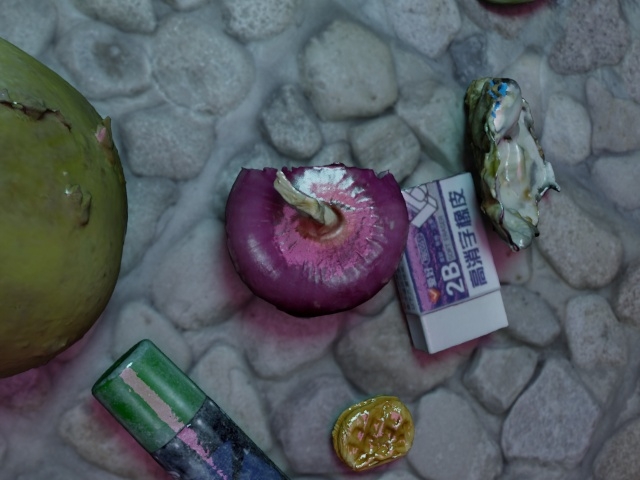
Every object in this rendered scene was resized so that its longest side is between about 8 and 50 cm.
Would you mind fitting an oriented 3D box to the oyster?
[{"bbox_3d":[0.235,-0.099,0.851,0.223,0.083,0.214,-40,111,-53],"label":"oyster"}]

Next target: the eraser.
[{"bbox_3d":[0.157,0.027,0.861,0.125,0.068,0.210,-16,93,-18],"label":"eraser"}]

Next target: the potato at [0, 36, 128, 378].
[{"bbox_3d":[-0.406,-0.037,0.596,0.442,0.319,0.385,11,85,-11],"label":"potato"}]

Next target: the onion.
[{"bbox_3d":[-0.004,-0.001,0.771,0.207,0.201,0.200,-7,91,-36],"label":"onion"}]

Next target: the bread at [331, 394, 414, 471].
[{"bbox_3d":[0.067,0.244,0.846,0.111,0.044,0.083,-16,89,-16],"label":"bread"}]

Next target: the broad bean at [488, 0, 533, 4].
[{"bbox_3d":[0.293,-0.413,0.904,0.207,0.072,0.153,-31,84,-12],"label":"broad bean"}]

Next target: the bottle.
[{"bbox_3d":[-0.120,0.259,0.772,0.093,0.093,0.330,-44,99,-11],"label":"bottle"}]
